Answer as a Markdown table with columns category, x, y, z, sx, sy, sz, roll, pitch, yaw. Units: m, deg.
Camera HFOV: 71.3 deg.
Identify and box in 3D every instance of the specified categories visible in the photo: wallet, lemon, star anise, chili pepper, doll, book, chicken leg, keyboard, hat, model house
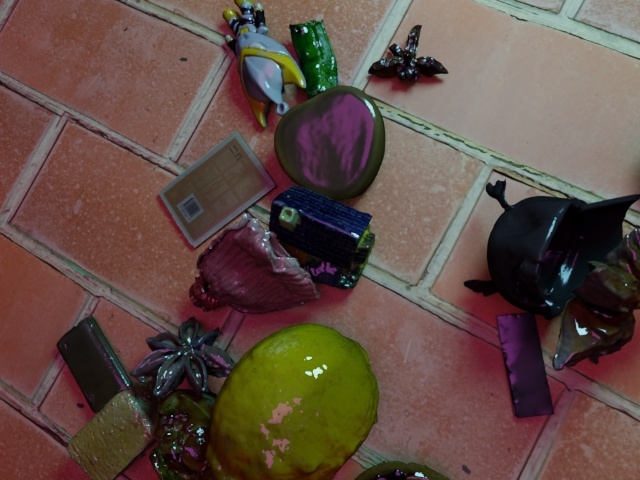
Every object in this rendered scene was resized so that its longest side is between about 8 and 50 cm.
| category | x | y | z | sx | sy | sz | roll | pitch | yaw |
| --- | --- | --- | --- | --- | --- | --- | --- | --- | --- |
| wallet | -0.521 | 0.284 | 1.027 | 0.110 | 0.031 | 0.198 | -39 | 77 | 4 |
| lemon | -0.048 | 0.297 | 0.802 | 0.316 | 0.285 | 0.285 | -3 | 79 | -34 |
| star anise | 0.509 | 0.097 | 0.752 | 0.109 | 0.349 | 0.292 | 46 | 111 | 40 |
| chili pepper | -0.012 | -0.410 | 1.011 | 0.098 | 0.061 | 0.224 | -5 | 72 | -21 |
| doll | -0.138 | -0.420 | 1.020 | 0.145 | 0.103 | 0.316 | -25 | 73 | 10 |
| book | -0.243 | -0.119 | 1.038 | 0.241 | 0.018 | 0.170 | -36 | 79 | 4 |
| chicken leg | -0.193 | 0.437 | 0.856 | 0.361 | 0.211 | 0.140 | 44 | 123 | 15 |
| keyboard | 0.400 | 0.242 | 0.875 | 0.074 | 0.015 | 0.197 | -9 | 81 | 5 |
| hat | 0.416 | -0.002 | 0.845 | 0.336 | 0.209 | 0.238 | -21 | 120 | -26 |
| star anise | 0.182 | -0.397 | 0.940 | 0.158 | 0.144 | 0.140 | -34 | 70 | 5 |
| model house | 0.000 | 0.000 | 0.882 | 0.194 | 0.211 | 0.170 | 25 | 85 | 11 |
| hat | -0.160 | 0.075 | 0.925 | 0.286 | 0.107 | 0.237 | -26 | 115 | 31 |
| star anise | -0.290 | 0.248 | 0.920 | 0.196 | 0.073 | 0.212 | -14 | 36 | -22 |

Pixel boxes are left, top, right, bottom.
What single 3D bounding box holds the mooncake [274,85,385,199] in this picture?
| category | x | y | z | sx | sy | sz | roll | pitch | yaw |
| --- | --- | --- | --- | --- | --- | --- | --- | --- | --- |
| mooncake | 0.031 | -0.195 | 0.945 | 0.234 | 0.117 | 0.235 | 2 | 97 | 13 |

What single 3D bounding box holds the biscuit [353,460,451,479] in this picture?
| category | x | y | z | sx | sy | sz | roll | pitch | yaw |
| --- | --- | --- | --- | --- | --- | --- | --- | --- | --- |
| biscuit | 0.157 | 0.560 | 0.841 | 0.295 | 0.075 | 0.296 | 0 | 91 | 11 |

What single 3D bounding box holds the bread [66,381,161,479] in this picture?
| category | x | y | z | sx | sy | sz | roll | pitch | yaw |
| --- | --- | --- | --- | --- | --- | --- | --- | --- | --- |
| bread | -0.424 | 0.411 | 0.956 | 0.196 | 0.102 | 0.138 | -45 | 75 | 5 |
